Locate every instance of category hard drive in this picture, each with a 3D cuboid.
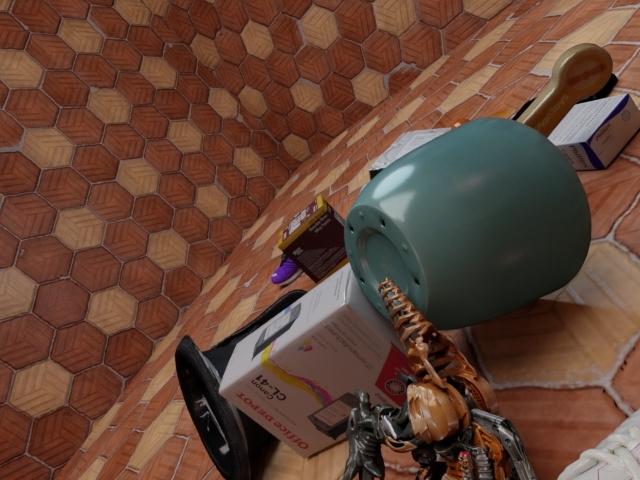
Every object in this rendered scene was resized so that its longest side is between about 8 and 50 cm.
[{"bbox_3d":[0.295,-0.232,1.140,0.236,0.064,0.339,3,29,28],"label":"hard drive"}]

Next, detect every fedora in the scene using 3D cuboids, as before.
[{"bbox_3d":[-0.191,0.344,0.930,0.152,0.334,0.334,-19,0,-33],"label":"fedora"}]

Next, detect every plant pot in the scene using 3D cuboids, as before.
[{"bbox_3d":[0.178,-0.006,0.618,0.235,0.293,0.293,-22,7,-23],"label":"plant pot"}]

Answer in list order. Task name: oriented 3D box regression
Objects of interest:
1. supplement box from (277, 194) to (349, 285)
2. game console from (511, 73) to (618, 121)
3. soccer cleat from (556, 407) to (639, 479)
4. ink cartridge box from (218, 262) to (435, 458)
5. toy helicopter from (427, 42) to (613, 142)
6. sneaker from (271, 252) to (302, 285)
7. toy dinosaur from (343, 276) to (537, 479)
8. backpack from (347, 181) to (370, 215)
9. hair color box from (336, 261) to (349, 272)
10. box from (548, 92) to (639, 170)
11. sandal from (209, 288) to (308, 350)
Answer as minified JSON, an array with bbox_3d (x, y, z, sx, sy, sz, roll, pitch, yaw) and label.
[{"bbox_3d":[0.000,0.000,1.337,0.191,0.194,0.129,-42,17,12],"label":"supplement box"},{"bbox_3d":[0.500,-0.251,0.975,0.361,0.044,0.213,-47,16,-18],"label":"game console"},{"bbox_3d":[0.270,0.192,0.323,0.331,0.143,0.116,-48,17,-11],"label":"soccer cleat"},{"bbox_3d":[0.012,0.218,0.739,0.306,0.226,0.131,-40,16,23],"label":"ink cartridge box"},{"bbox_3d":[0.345,-0.186,0.757,0.355,0.235,0.140,-57,8,32],"label":"toy helicopter"},{"bbox_3d":[-0.099,0.044,1.556,0.293,0.146,0.102,-38,18,23],"label":"sneaker"},{"bbox_3d":[0.141,0.203,0.478,0.218,0.164,0.322,124,154,-55],"label":"toy dinosaur"},{"bbox_3d":[0.179,-0.087,1.161,0.144,0.166,0.188,-29,26,40],"label":"backpack"},{"bbox_3d":[0.112,0.083,1.049,0.167,0.093,0.053,-41,16,13],"label":"hair color box"},{"bbox_3d":[0.505,-0.200,0.810,0.126,0.072,0.137,-47,16,-6],"label":"box"},{"bbox_3d":[-0.181,0.301,1.096,0.446,0.167,0.107,-45,8,-1],"label":"sandal"}]
